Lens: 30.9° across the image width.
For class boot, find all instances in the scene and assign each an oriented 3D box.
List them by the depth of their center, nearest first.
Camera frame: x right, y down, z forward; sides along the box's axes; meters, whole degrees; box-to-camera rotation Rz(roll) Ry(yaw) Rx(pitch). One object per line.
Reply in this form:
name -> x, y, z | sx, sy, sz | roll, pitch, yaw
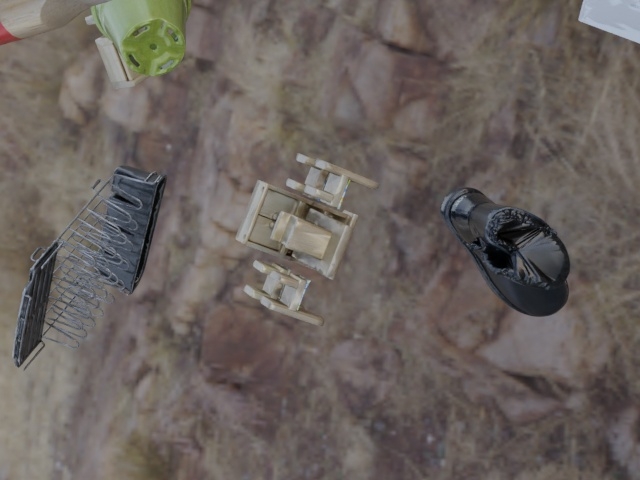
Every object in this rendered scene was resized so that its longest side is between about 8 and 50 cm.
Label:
boot -> 0.273, 0.035, 1.531 | 0.094, 0.246, 0.207 | -44, 18, 0

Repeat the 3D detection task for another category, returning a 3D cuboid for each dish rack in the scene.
dish rack -> -0.299, 0.040, 1.476 | 0.271, 0.074, 0.208 | -59, -9, -50

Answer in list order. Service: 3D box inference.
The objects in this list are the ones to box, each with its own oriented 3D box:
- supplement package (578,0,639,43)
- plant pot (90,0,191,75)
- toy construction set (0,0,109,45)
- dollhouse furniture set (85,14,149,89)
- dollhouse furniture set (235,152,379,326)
supplement package -> 0.553, -0.409, 1.835 | 0.194, 0.203, 0.149 | 27, 128, 23
plant pot -> -0.139, -0.173, 0.931 | 0.083, 0.083, 0.079 | -64, 29, 29
toy construction set -> -0.182, -0.191, 0.416 | 0.237, 0.309, 0.257 | -5, 57, 33
dollhouse furniture set -> -0.164, -0.276, 1.197 | 0.101, 0.161, 0.182 | -4, 117, 33
dollhouse furniture set -> 0.000, 0.000, 1.664 | 0.212, 0.161, 0.242 | -68, 24, 3
